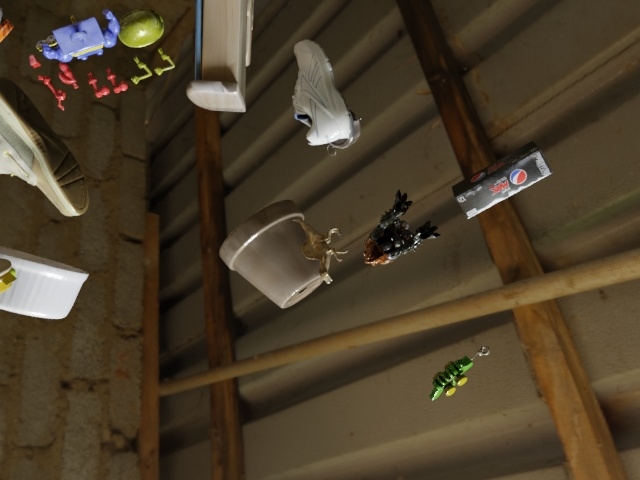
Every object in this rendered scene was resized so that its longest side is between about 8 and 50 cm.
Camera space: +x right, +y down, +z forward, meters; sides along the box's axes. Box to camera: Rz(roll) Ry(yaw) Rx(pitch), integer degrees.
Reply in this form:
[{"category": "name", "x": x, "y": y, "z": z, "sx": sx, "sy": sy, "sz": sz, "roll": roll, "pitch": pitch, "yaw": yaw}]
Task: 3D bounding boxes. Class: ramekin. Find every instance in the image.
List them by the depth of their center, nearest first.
[{"category": "ramekin", "x": -0.769, "y": 0.108, "z": 1.444, "sx": 0.277, "sy": 0.277, "sz": 0.135, "roll": 10, "pitch": -100, "yaw": 50}]

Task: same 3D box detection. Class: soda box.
[{"category": "soda box", "x": 0.328, "y": -0.111, "z": 1.012, "sx": 0.168, "sy": 0.053, "sz": 0.060, "roll": -30, "pitch": -161, "yaw": 20}]

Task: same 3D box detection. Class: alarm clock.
[{"category": "alarm clock", "x": 0.058, "y": -0.356, "z": 1.831, "sx": 0.129, "sy": 0.064, "sz": 0.192, "roll": 37, "pitch": -40, "yaw": 13}]

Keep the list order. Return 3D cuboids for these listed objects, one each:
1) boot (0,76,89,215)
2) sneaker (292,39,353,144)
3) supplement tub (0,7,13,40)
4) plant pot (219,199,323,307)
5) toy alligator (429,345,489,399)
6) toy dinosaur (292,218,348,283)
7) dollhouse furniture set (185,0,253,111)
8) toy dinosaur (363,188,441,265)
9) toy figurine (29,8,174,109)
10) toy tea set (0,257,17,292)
[{"category": "boot", "x": -0.459, "y": -0.106, "z": 0.807, "sx": 0.165, "sy": 0.213, "sz": 0.077, "roll": -24, "pitch": -157, "yaw": 11}, {"category": "sneaker", "x": -0.019, "y": -0.369, "z": 1.363, "sx": 0.129, "sy": 0.111, "sz": 0.297, "roll": -20, "pitch": -111, "yaw": 1}, {"category": "supplement tub", "x": -0.688, "y": -0.442, "z": 1.030, "sx": 0.117, "sy": 0.190, "sz": 0.117, "roll": -25, "pitch": -138, "yaw": 24}, {"category": "plant pot", "x": -0.138, "y": 0.067, "z": 1.896, "sx": 0.323, "sy": 0.323, "sz": 0.280, "roll": -45, "pitch": -106, "yaw": 29}, {"category": "toy alligator", "x": 0.328, "y": 0.313, "z": 1.338, "sx": 0.189, "sy": 0.051, "sz": 0.056, "roll": -44, "pitch": -135, "yaw": 5}, {"category": "toy dinosaur", "x": 0.000, "y": 0.000, "z": 1.203, "sx": 0.092, "sy": 0.053, "sz": 0.183, "roll": -24, "pitch": -118, "yaw": -4}, {"category": "dollhouse furniture set", "x": -0.234, "y": -0.257, "z": 0.624, "sx": 0.286, "sy": 0.303, "sz": 0.198, "roll": -128, "pitch": -139, "yaw": -83}, {"category": "toy dinosaur", "x": 0.204, "y": 0.003, "z": 1.560, "sx": 0.218, "sy": 0.164, "sz": 0.322, "roll": -44, "pitch": -163, "yaw": 31}, {"category": "toy figurine", "x": -0.563, "y": -0.487, "z": 1.407, "sx": 0.217, "sy": 0.362, "sz": 0.191, "roll": -157, "pitch": -133, "yaw": -76}, {"category": "toy tea set", "x": -0.665, "y": 0.141, "z": 0.904, "sx": 0.199, "sy": 0.336, "sz": 0.124, "roll": 4, "pitch": -66, "yaw": 13}]
